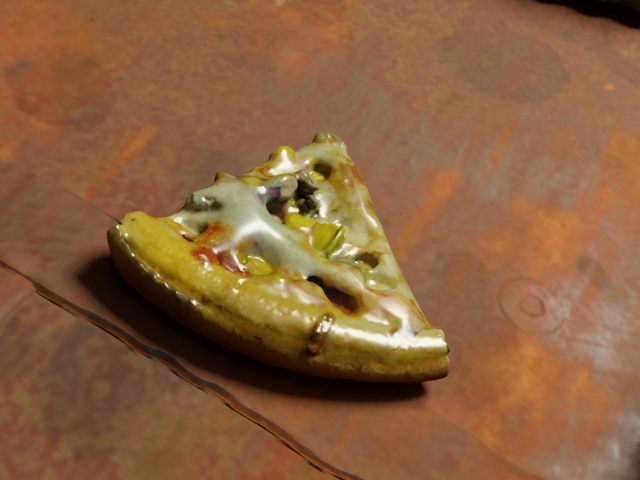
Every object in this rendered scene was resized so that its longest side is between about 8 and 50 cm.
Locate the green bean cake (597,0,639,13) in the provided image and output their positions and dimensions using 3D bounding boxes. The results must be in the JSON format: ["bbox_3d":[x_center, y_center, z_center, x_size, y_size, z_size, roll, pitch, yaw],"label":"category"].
[{"bbox_3d":[0.196,-0.277,0.942,0.200,0.113,0.214,15,47,-6],"label":"green bean cake"}]

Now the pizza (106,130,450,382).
[{"bbox_3d":[0.000,0.000,0.693,0.184,0.036,0.176,29,48,5],"label":"pizza"}]
